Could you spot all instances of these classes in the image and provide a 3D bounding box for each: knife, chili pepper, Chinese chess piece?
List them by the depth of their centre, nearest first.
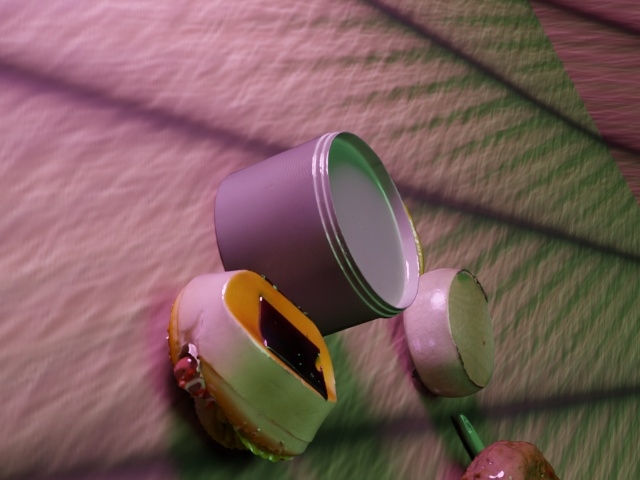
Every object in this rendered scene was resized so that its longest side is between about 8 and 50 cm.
[{"bbox_3d":[0.187,0.134,1.811,0.188,0.083,0.188,35,48,-52],"label":"Chinese chess piece"},{"bbox_3d":[0.133,0.028,1.868,0.049,0.043,0.208,44,32,-68],"label":"chili pepper"},{"bbox_3d":[0.270,0.377,1.895,0.293,0.020,0.043,60,23,-22],"label":"knife"}]

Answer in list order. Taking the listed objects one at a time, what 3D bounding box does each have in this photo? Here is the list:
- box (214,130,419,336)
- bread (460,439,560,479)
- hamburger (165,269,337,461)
[{"bbox_3d":[0.000,0.000,1.464,0.226,0.149,0.226,46,33,-42],"label":"box"},{"bbox_3d":[0.274,0.393,1.763,0.230,0.123,0.230,43,32,-36],"label":"bread"},{"bbox_3d":[-0.071,0.126,1.261,0.210,0.116,0.173,43,26,-38],"label":"hamburger"}]
